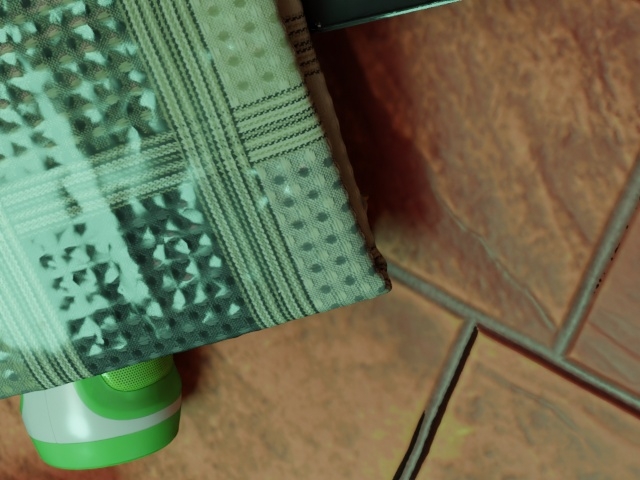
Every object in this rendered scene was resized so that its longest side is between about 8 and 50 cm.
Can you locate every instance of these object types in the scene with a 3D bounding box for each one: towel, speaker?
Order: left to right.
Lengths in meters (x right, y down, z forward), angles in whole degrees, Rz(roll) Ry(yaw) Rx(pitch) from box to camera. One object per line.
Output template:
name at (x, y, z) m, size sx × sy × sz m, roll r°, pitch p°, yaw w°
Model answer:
speaker at (-0.182, 0.014, 1.102) m, size 0.131 × 0.131 × 0.297 m, roll -2°, pitch 103°, yaw 29°
towel at (-0.145, -0.065, 0.967) m, size 0.312 × 0.056 × 0.324 m, roll -16°, pitch 116°, yaw 10°

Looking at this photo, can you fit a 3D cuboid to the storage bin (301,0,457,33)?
storage bin at (0.060, -0.209, 0.938) m, size 0.180 × 0.084 × 0.122 m, roll -8°, pitch 99°, yaw 31°

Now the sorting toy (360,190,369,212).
sorting toy at (0.000, 0.000, 1.054) m, size 0.083 × 0.045 × 0.075 m, roll 15°, pitch 117°, yaw 24°
